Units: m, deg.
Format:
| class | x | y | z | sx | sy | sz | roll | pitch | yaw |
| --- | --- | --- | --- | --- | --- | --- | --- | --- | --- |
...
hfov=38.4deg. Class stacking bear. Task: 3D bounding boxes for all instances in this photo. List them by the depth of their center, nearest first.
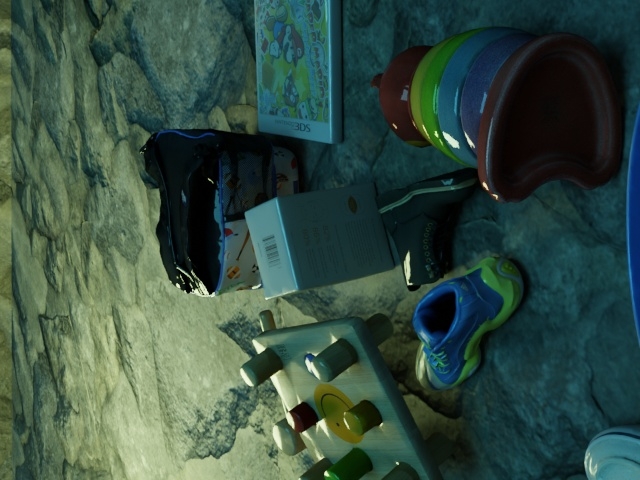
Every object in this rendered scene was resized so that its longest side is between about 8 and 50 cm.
| class | x | y | z | sx | sy | sz | roll | pitch | yaw |
| --- | --- | --- | --- | --- | --- | --- | --- | --- | --- |
| stacking bear | 0.168 | -0.155 | 1.020 | 0.289 | 0.175 | 0.164 | 25 | 121 | 59 |

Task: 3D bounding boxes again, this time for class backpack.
| class | x | y | z | sx | sy | sz | roll | pitch | yaw |
| --- | --- | --- | --- | --- | --- | --- | --- | --- | --- |
| backpack | -0.159 | -0.044 | 1.473 | 0.276 | 0.213 | 0.264 | 17 | 104 | 60 |

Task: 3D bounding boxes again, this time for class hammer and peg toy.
| class | x | y | z | sx | sy | sz | roll | pitch | yaw |
| --- | --- | --- | --- | --- | --- | --- | --- | --- | --- |
| hammer and peg toy | -0.004 | 0.231 | 1.286 | 0.361 | 0.127 | 0.266 | -15 | 104 | 55 |

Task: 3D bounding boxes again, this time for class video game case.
| class | x | y | z | sx | sy | sz | roll | pitch | yaw |
| --- | --- | --- | --- | --- | --- | --- | --- | --- | --- |
| video game case | -0.037 | -0.269 | 1.394 | 0.206 | 0.026 | 0.227 | 17 | 112 | 53 |

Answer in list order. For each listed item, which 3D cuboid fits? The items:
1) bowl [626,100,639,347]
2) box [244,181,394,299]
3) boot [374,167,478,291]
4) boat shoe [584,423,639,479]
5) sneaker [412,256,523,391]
| class | x | y | z | sx | sy | sz | roll | pitch | yaw |
| --- | --- | --- | --- | --- | --- | --- | --- | --- | --- |
| bowl | 0.336 | 0.022 | 0.713 | 0.391 | 0.077 | 0.392 | -4 | -90 | -89 |
| box | 0.000 | 0.000 | 1.281 | 0.091 | 0.170 | 0.130 | -20 | 82 | 54 |
| boot | 0.150 | -0.011 | 1.159 | 0.198 | 0.076 | 0.137 | -18 | 88 | 69 |
| boat shoe | 0.359 | 0.324 | 0.852 | 0.367 | 0.156 | 0.136 | 48 | 134 | 38 |
| sneaker | 0.147 | 0.112 | 1.134 | 0.091 | 0.126 | 0.240 | 55 | 138 | 32 |
